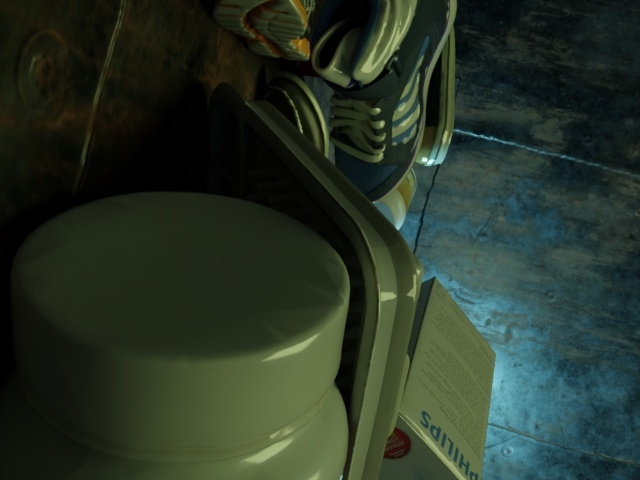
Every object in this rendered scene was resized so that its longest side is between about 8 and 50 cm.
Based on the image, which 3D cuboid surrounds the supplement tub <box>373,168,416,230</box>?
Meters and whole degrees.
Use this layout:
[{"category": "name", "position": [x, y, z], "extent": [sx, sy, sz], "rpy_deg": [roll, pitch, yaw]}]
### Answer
[{"category": "supplement tub", "position": [0.119, -0.090, 1.552], "extent": [0.200, 0.144, 0.144], "rpy_deg": [-61, 162, -55]}]

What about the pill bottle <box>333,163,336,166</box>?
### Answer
[{"category": "pill bottle", "position": [0.000, 0.000, 1.096], "extent": [0.121, 0.121, 0.216], "rpy_deg": [41, 63, -79]}]

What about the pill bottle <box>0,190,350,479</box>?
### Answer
[{"category": "pill bottle", "position": [-0.103, 0.181, 0.500], "extent": [0.224, 0.224, 0.392], "rpy_deg": [-57, 159, -61]}]

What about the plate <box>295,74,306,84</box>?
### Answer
[{"category": "plate", "position": [-0.039, -0.128, 0.987], "extent": [0.188, 0.024, 0.188], "rpy_deg": [14, 90, -81]}]

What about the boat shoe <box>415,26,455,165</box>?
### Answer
[{"category": "boat shoe", "position": [0.210, -0.377, 1.645], "extent": [0.187, 0.155, 0.500], "rpy_deg": [101, -3, -53]}]

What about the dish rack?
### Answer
[{"category": "dish rack", "position": [-0.019, 0.042, 0.630], "extent": [0.333, 0.072, 0.286], "rpy_deg": [-129, -141, -49]}]

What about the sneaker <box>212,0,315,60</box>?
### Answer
[{"category": "sneaker", "position": [-0.045, -0.227, 0.676], "extent": [0.215, 0.084, 0.083], "rpy_deg": [-67, 168, -86]}]

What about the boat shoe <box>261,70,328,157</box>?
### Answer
[{"category": "boat shoe", "position": [-0.038, -0.088, 0.873], "extent": [0.068, 0.081, 0.228], "rpy_deg": [-45, 142, -35]}]

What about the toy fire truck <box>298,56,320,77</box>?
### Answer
[{"category": "toy fire truck", "position": [0.007, -0.282, 0.952], "extent": [0.192, 0.047, 0.135], "rpy_deg": [-58, 156, -67]}]

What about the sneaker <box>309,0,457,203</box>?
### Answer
[{"category": "sneaker", "position": [0.039, -0.177, 0.872], "extent": [0.236, 0.130, 0.323], "rpy_deg": [-21, 136, -53]}]

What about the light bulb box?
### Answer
[{"category": "light bulb box", "position": [0.103, 0.310, 1.332], "extent": [0.358, 0.225, 0.361], "rpy_deg": [-31, -163, 32]}]
